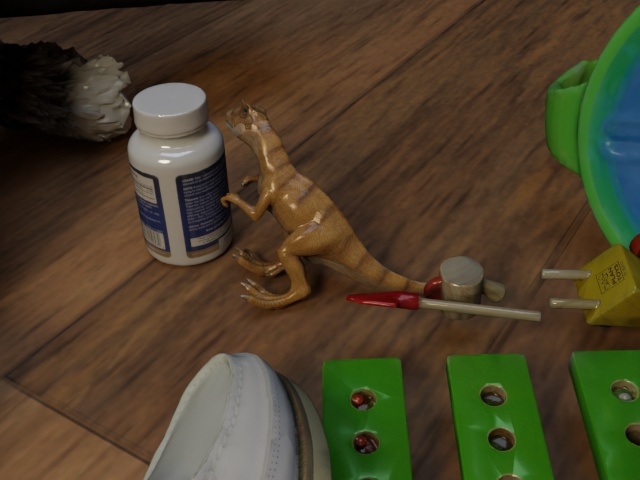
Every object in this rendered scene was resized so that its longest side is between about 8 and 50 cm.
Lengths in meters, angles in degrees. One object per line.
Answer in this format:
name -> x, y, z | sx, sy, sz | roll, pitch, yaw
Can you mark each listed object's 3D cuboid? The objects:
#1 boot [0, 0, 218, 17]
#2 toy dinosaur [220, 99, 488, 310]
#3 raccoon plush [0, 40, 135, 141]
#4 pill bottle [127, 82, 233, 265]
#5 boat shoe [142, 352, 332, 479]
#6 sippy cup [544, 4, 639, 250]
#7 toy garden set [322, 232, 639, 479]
boot -> -0.181, -0.194, 0.638 | 0.445, 0.366, 0.146 | -22, 3, -43
toy dinosaur -> 0.000, 0.000, 0.544 | 0.211, 0.112, 0.064 | 44, 17, -5
raccoon plush -> -0.406, -0.106, 0.618 | 0.447, 0.216, 0.299 | 9, 49, 9
pill bottle -> -0.100, -0.047, 0.575 | 0.067, 0.120, 0.067 | -1, 37, 1
boat shoe -> -0.071, 0.140, 0.301 | 0.103, 0.113, 0.302 | 32, 29, -14
sippy cup -> 0.328, -0.083, 0.541 | 0.305, 0.240, 0.224 | 46, 43, 18
toy garden set -> 0.124, 0.082, 0.451 | 0.245, 0.049, 0.203 | -2, 43, 2
